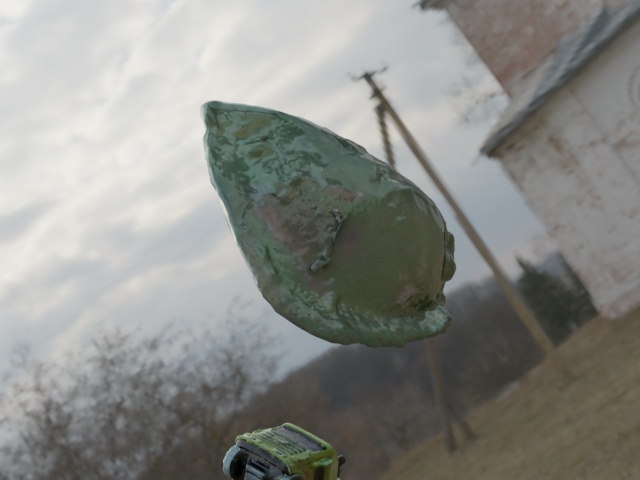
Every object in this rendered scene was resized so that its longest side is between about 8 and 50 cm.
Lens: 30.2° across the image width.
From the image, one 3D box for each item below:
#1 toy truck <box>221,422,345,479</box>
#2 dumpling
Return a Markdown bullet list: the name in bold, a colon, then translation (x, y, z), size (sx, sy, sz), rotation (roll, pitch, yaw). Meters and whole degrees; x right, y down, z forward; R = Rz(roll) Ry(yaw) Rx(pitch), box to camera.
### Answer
- **toy truck**: translation (-0.028, 0.239, 1.008), size (0.100, 0.077, 0.169), rotation (-15, -64, -46)
- **dumpling**: translation (0.006, -0.010, 0.762), size (0.105, 0.216, 0.149), rotation (-53, 15, 8)
